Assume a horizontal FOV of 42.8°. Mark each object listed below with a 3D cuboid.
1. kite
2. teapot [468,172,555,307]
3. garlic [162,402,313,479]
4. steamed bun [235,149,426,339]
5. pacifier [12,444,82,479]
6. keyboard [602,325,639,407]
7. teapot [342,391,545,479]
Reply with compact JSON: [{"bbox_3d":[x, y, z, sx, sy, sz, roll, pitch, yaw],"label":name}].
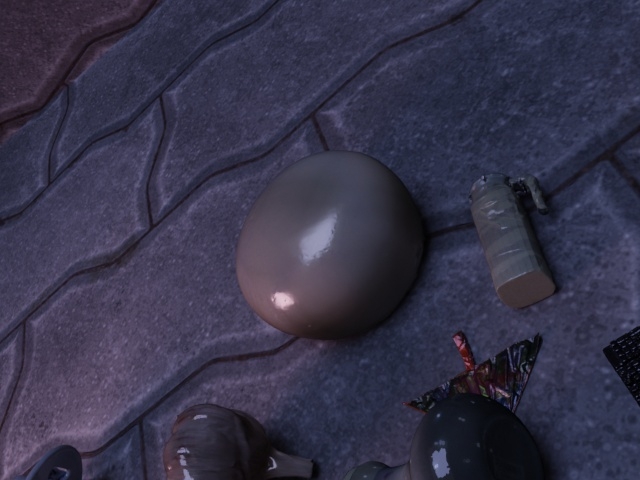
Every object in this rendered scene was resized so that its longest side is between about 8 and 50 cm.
[{"bbox_3d":[0.209,0.201,1.115,0.232,0.009,0.189,-35,42,23],"label":"kite"},{"bbox_3d":[0.277,-0.014,1.151,0.107,0.077,0.200,-30,44,23],"label":"teapot"},{"bbox_3d":[-0.117,0.343,1.230,0.212,0.218,0.218,-7,53,9],"label":"garlic"},{"bbox_3d":[0.000,0.000,1.326,0.324,0.206,0.324,-25,46,30],"label":"steamed bun"},{"bbox_3d":[-0.463,0.529,1.461,0.233,0.244,0.299,15,77,18],"label":"pacifier"},{"bbox_3d":[0.393,0.181,0.933,0.060,0.018,0.195,-39,41,15],"label":"keyboard"},{"bbox_3d":[0.141,0.300,0.999,0.251,0.183,0.183,-36,40,41],"label":"teapot"}]
